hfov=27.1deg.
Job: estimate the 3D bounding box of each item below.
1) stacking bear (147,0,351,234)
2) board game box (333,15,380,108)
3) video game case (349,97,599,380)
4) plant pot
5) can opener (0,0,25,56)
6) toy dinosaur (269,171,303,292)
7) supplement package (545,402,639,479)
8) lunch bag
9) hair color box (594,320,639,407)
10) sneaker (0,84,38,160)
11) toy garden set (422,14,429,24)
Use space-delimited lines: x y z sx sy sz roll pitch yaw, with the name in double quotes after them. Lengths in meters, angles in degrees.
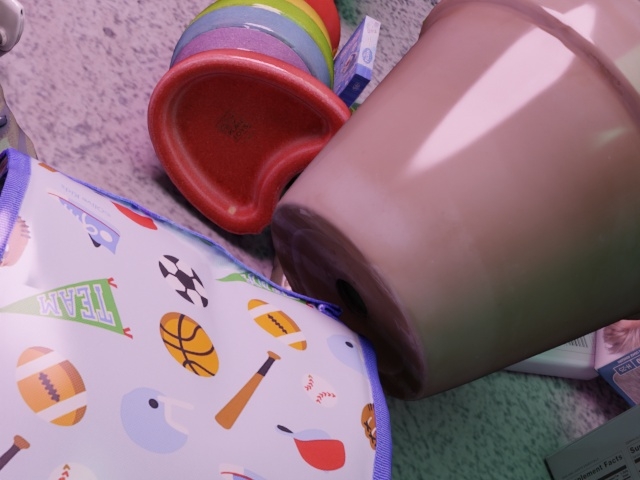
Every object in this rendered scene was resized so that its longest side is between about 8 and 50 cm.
-0.052 -0.170 1.272 0.164 0.175 0.289 37 33 -14 "stacking bear"
0.027 -0.165 1.327 0.020 0.090 0.090 25 46 -15 "board game box"
0.140 -0.004 1.400 0.329 0.036 0.300 10 54 -36 "video game case"
0.126 -0.022 1.073 0.280 0.323 0.323 -36 85 -21 "plant pot"
-0.361 -0.257 1.116 0.280 0.074 0.093 48 41 -2 "can opener"
0.000 0.000 1.230 0.064 0.118 0.268 73 24 -43 "toy dinosaur"
0.393 0.282 1.278 0.199 0.198 0.262 0 61 -41 "supplement package"
-0.135 0.159 0.878 0.328 0.239 0.385 28 52 -22 "lunch bag"
0.412 0.025 1.483 0.105 0.174 0.347 43 35 -19 "hair color box"
-0.301 -0.135 1.011 0.111 0.121 0.300 -31 89 -27 "sneaker"
0.249 -0.171 1.581 0.244 0.049 0.203 23 34 -27 "toy garden set"
